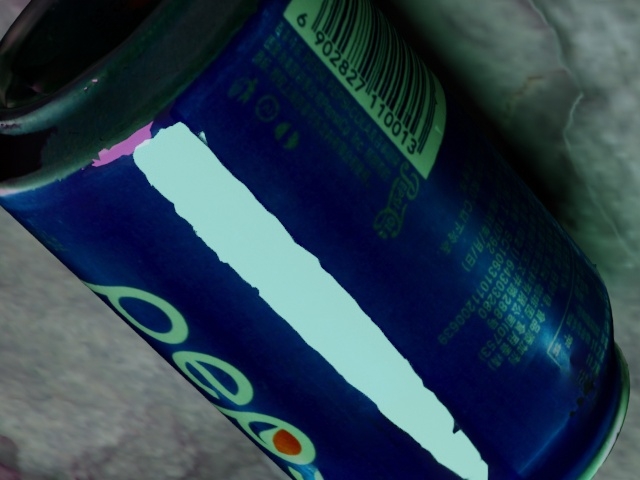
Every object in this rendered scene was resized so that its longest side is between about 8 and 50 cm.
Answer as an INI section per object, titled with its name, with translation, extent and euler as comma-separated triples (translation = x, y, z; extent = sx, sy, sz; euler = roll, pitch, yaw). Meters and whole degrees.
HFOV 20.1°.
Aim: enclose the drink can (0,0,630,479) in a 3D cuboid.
[drink can]
translation = 0.000, 0.000, 0.532
extent = 0.118, 0.118, 0.205
euler = -17, 127, 40
